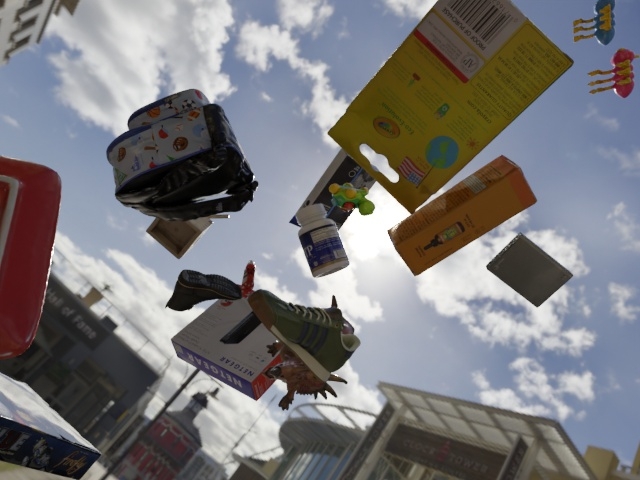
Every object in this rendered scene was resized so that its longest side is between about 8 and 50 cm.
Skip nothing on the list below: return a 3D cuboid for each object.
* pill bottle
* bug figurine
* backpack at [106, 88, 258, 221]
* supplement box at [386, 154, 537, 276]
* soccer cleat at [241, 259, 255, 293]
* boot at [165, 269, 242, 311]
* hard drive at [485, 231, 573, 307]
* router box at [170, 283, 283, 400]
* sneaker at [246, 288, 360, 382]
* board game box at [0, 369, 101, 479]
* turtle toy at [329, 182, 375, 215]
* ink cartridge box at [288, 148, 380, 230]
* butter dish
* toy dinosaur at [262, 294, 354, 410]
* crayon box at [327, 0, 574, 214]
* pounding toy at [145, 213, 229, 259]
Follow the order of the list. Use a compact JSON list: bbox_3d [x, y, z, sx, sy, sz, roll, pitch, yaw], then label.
[{"bbox_3d":[0.000,0.000,1.412,0.112,0.112,0.186,-41,-114,61],"label":"pill bottle"},{"bbox_3d":[0.575,-0.366,0.895,0.279,0.072,0.216,-165,-108,-71],"label":"bug figurine"},{"bbox_3d":[-0.294,-0.165,1.049,0.276,0.264,0.213,71,-6,-71],"label":"backpack"},{"bbox_3d":[0.230,-0.040,0.854,0.078,0.234,0.080,52,10,-27],"label":"supplement box"},{"bbox_3d":[-0.161,0.083,1.150,0.029,0.035,0.083,7,-62,-11],"label":"soccer cleat"},{"bbox_3d":[-0.345,0.167,1.512,0.198,0.076,0.137,22,-62,-25],"label":"boot"},{"bbox_3d":[0.403,0.058,0.990,0.135,0.022,0.094,36,-69,-9],"label":"hard drive"},{"bbox_3d":[-0.224,0.292,1.552,0.336,0.301,0.082,16,-50,32],"label":"router box"},{"bbox_3d":[-0.013,0.112,0.693,0.192,0.086,0.064,53,0,-35],"label":"sneaker"},{"bbox_3d":[-0.369,0.193,0.589,0.165,0.042,0.243,31,-25,19],"label":"board game box"},{"bbox_3d":[0.082,-0.104,1.301,0.130,0.095,0.066,20,-72,29],"label":"turtle toy"},{"bbox_3d":[0.048,-0.145,1.778,0.166,0.332,0.065,21,27,-34],"label":"ink cartridge box"},{"bbox_3d":[-0.278,0.019,0.353,0.160,0.160,0.118,11,-37,-28],"label":"butter dish"},{"bbox_3d":[0.000,0.213,0.993,0.127,0.296,0.200,53,-41,-6],"label":"toy dinosaur"},{"bbox_3d":[0.186,-0.220,0.794,0.202,0.081,0.318,45,-63,0],"label":"crayon box"},{"bbox_3d":[-0.335,-0.043,1.301,0.130,0.100,0.141,42,-65,-6],"label":"pounding toy"}]
